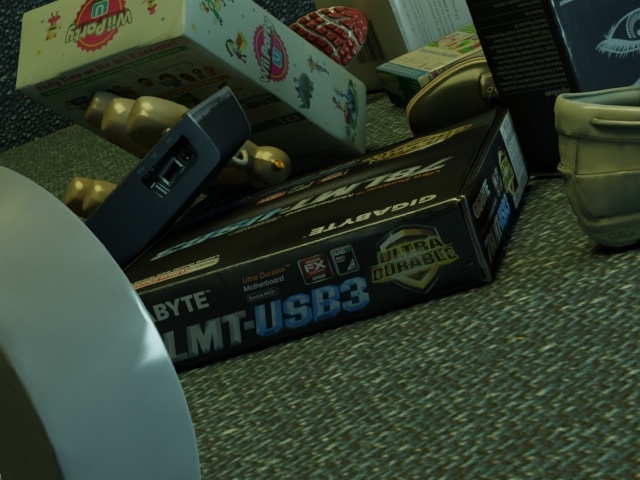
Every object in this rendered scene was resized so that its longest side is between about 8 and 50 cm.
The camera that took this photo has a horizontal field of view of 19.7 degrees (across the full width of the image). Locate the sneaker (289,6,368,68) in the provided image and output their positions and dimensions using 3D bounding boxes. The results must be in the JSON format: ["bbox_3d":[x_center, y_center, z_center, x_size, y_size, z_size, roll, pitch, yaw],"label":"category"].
[{"bbox_3d":[-0.028,-0.223,2.393,0.225,0.088,0.093,-39,-2,18],"label":"sneaker"}]

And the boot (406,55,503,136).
[{"bbox_3d":[0.175,-0.130,1.730,0.198,0.077,0.137,-19,16,10],"label":"boot"}]

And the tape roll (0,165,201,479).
[{"bbox_3d":[-0.153,0.077,0.862,0.072,0.219,0.219,-28,13,-37],"label":"tape roll"}]

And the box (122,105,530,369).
[{"bbox_3d":[0.000,0.000,1.388,0.295,0.073,0.293,-18,10,17],"label":"box"}]

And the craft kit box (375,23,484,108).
[{"bbox_3d":[0.205,-0.223,2.141,0.246,0.061,0.250,-28,12,-3],"label":"craft kit box"}]

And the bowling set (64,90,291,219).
[{"bbox_3d":[-0.154,-0.030,1.734,0.154,0.200,0.287,21,3,-18],"label":"bowling set"}]

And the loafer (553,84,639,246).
[{"bbox_3d":[0.298,-0.085,1.146,0.319,0.111,0.112,-16,11,21],"label":"loafer"}]

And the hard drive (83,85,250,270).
[{"bbox_3d":[-0.161,-0.014,1.527,0.255,0.054,0.172,-46,2,15],"label":"hard drive"}]

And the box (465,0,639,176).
[{"bbox_3d":[0.218,-0.173,1.484,0.153,0.207,0.108,-24,11,-29],"label":"box"}]

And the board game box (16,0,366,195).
[{"bbox_3d":[-0.127,-0.160,1.902,0.224,0.097,0.303,-13,-27,33],"label":"board game box"}]

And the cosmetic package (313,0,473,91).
[{"bbox_3d":[0.202,-0.332,2.476,0.365,0.155,0.197,-27,12,-28],"label":"cosmetic package"}]
